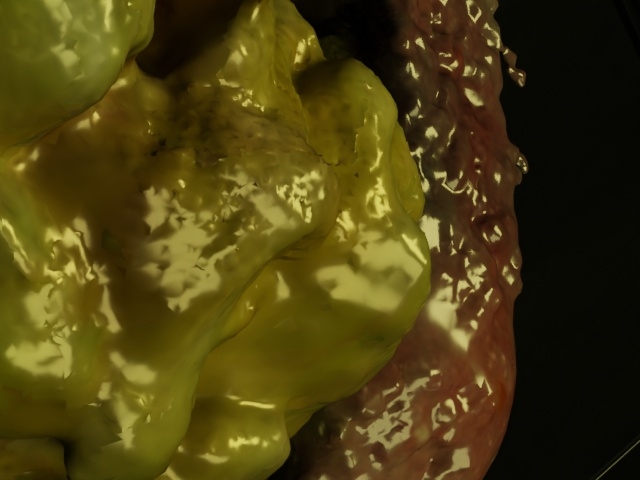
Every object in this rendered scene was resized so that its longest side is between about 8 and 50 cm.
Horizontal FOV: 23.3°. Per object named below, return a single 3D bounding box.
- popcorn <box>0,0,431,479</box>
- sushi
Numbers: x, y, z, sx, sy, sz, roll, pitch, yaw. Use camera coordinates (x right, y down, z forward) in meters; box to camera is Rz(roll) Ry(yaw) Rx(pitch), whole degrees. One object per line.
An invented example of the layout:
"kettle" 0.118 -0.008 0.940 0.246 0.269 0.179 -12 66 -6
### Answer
"popcorn" -0.094 -0.016 0.419 0.233 0.192 0.266 10 137 -29
"sushi" 0.008 0.013 0.542 0.107 0.161 0.241 18 114 -45
